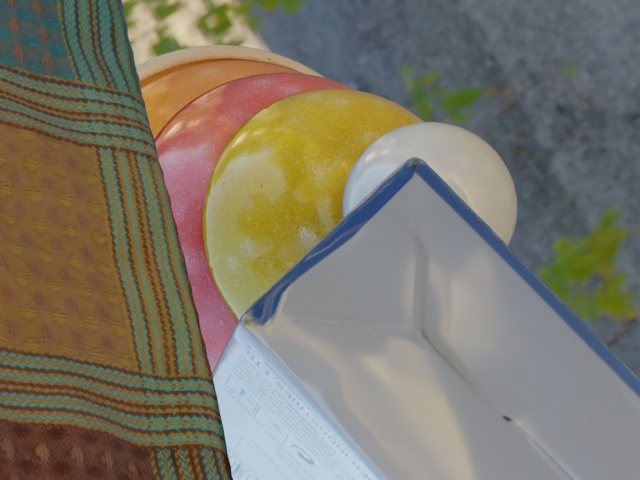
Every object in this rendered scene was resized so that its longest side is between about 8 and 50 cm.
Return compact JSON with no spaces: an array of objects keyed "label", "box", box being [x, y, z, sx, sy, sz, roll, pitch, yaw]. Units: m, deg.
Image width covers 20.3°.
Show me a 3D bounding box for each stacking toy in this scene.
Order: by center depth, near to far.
[{"label":"stacking toy","box":[0.000,0.000,1.359,0.351,0.350,0.480,60,159,-10]}]

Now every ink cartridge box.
[{"label":"ink cartridge box","box":[0.055,0.155,1.084,0.270,0.151,0.395,47,156,7]}]

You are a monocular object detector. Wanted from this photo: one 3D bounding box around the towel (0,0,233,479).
[{"label":"towel","box":[-0.163,-0.044,0.717,0.040,0.271,0.370,-39,54,32]}]
